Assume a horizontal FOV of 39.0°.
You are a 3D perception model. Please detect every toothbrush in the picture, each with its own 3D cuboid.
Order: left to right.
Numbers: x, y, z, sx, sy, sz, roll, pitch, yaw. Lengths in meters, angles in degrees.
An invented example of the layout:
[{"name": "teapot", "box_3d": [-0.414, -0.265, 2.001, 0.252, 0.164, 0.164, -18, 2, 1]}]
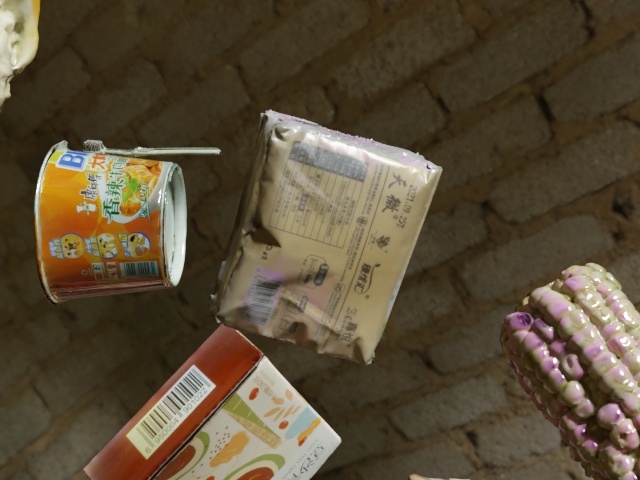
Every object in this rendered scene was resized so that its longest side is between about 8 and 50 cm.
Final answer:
[{"name": "toothbrush", "box_3d": [-0.323, -0.170, 1.713, 0.294, 0.028, 0.026, 5, 36, 16]}]

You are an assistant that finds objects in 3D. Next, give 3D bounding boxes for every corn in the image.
[{"name": "corn", "box_3d": [0.266, 0.169, 0.727, 0.127, 0.335, 0.126, -21, -33, -14]}]

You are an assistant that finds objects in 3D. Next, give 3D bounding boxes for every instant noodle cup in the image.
[{"name": "instant noodle cup", "box_3d": [-0.361, -0.025, 1.612, 0.214, 0.296, 0.296, 1, 9, 0]}]

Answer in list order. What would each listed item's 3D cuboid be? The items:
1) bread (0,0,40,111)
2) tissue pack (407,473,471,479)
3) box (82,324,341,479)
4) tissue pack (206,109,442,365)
[{"name": "bread", "box_3d": [-0.519, -0.297, 0.894, 0.394, 0.250, 0.361, 16, 0, 25]}, {"name": "tissue pack", "box_3d": [0.228, 0.484, 1.186, 0.239, 0.305, 0.238, 10, -7, 1]}, {"name": "box", "box_3d": [-0.175, 0.383, 1.622, 0.344, 0.385, 0.122, -46, 51, -11]}, {"name": "tissue pack", "box_3d": [0.000, 0.000, 1.057, 0.123, 0.215, 0.256, -109, 36, -72]}]
